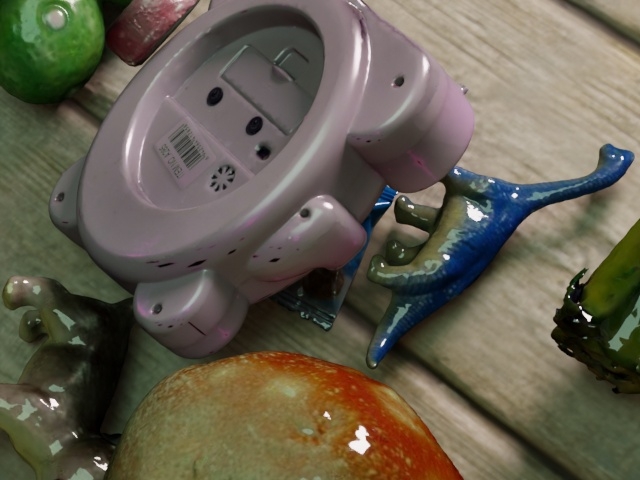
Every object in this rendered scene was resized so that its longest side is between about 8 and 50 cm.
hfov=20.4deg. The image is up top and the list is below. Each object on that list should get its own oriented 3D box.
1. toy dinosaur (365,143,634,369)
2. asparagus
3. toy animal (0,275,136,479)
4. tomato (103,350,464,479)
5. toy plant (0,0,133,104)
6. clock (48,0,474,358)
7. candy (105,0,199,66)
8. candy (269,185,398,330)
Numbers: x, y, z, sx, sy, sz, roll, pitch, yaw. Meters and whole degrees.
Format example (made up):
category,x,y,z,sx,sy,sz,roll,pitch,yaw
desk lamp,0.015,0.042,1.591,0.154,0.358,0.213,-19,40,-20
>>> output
category,x,y,z,sx,sy,sz,roll,pitch,yaw
toy dinosaur,0.139,0.013,1.470,0.188,0.075,0.248,13,67,17
asparagus,0.343,-0.032,1.411,0.128,0.108,0.382,39,82,26
toy animal,-0.220,0.142,1.497,0.168,0.121,0.233,9,61,1
tomato,-0.032,0.226,1.338,0.303,0.239,0.303,-7,65,16
toy plant,-0.240,-0.261,1.635,0.218,0.175,0.235,-31,90,-5
clock,-0.063,-0.075,1.497,0.322,0.113,0.295,-46,45,-1
candy,-0.144,-0.199,1.560,0.043,0.103,0.103,42,84,-5
candy,-0.001,-0.001,1.532,0.088,0.038,0.136,26,85,9
